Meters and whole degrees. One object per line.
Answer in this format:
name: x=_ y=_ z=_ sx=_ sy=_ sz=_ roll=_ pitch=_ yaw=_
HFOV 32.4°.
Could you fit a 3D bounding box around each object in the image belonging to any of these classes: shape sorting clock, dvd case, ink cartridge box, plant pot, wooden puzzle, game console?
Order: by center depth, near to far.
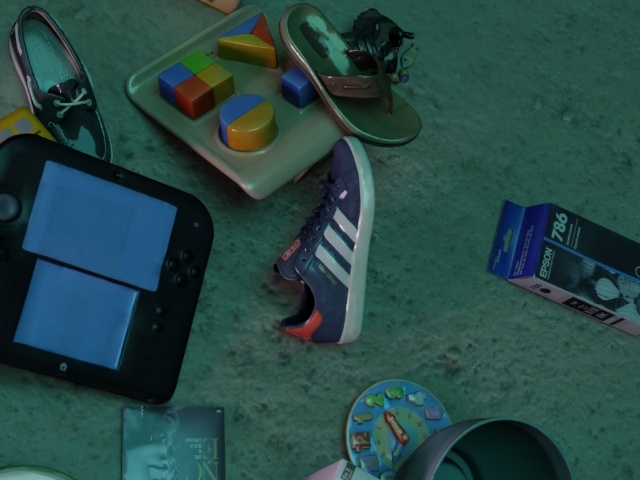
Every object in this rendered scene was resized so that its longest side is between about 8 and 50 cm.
game console: x=-0.359 y=0.045 z=1.693 sx=0.387 sy=0.060 sz=0.342 roll=21 pitch=70 yaw=-30
dvd case: x=-0.228 y=0.368 z=1.719 sx=0.165 sy=0.018 sz=0.221 roll=4 pitch=70 yaw=-19
plant pot: x=0.232 y=0.420 z=1.751 sx=0.293 sy=0.196 sz=0.293 roll=2 pitch=85 yaw=-29
shape sorting clock: x=0.137 y=0.334 z=1.853 sx=0.206 sy=0.040 sz=0.206 roll=6 pitch=70 yaw=-18
wooden puzzle: x=-0.111 y=-0.264 z=1.889 sx=0.322 sy=0.080 sz=0.348 roll=-37 pitch=62 yaw=-26
ink cartridge box: x=0.485 y=0.043 z=2.074 sx=0.333 sy=0.065 sz=0.165 roll=22 pitch=66 yaw=-11

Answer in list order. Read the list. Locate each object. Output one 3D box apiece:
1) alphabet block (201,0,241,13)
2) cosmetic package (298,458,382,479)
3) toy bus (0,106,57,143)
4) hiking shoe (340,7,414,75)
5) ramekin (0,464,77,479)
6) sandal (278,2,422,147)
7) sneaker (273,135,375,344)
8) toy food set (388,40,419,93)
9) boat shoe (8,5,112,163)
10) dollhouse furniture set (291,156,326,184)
alphabet block: x=-0.185 y=-0.558 z=1.967 sx=0.193 sy=0.197 sz=0.192 roll=26 pitch=64 yaw=-10
cosmetic package: x=0.008 y=0.415 z=1.669 sx=0.085 sy=0.231 sz=0.117 roll=31 pitch=64 yaw=-8
toy bus: x=-0.556 y=-0.062 z=1.701 sx=0.333 sy=0.108 sz=0.130 roll=-39 pitch=88 yaw=-27
hiking shoe: x=0.082 y=-0.338 z=2.032 sx=0.114 sy=0.086 sz=0.227 roll=27 pitch=61 yaw=19
ramekin: x=-0.425 y=0.459 z=1.541 sx=0.303 sy=0.148 sz=0.303 roll=7 pitch=69 yaw=-18
sandal: x=0.050 y=-0.273 z=1.824 sx=0.303 sy=0.086 sz=0.120 roll=46 pitch=60 yaw=-7
sneaker: x=0.000 y=0.000 z=1.825 sx=0.148 sy=0.131 sz=0.350 roll=2 pitch=95 yaw=-13
toy food set: x=0.143 y=-0.344 z=2.109 sx=0.078 sy=0.019 sz=0.122 roll=25 pitch=65 yaw=-10
boat shoe: x=-0.432 y=-0.245 z=1.822 sx=0.114 sy=0.091 sz=0.302 roll=-29 pitch=83 yaw=-26
dollhouse furniture set: x=-0.052 y=-0.193 z=1.925 sx=0.144 sy=0.123 sz=0.151 roll=-40 pitch=88 yaw=-27
